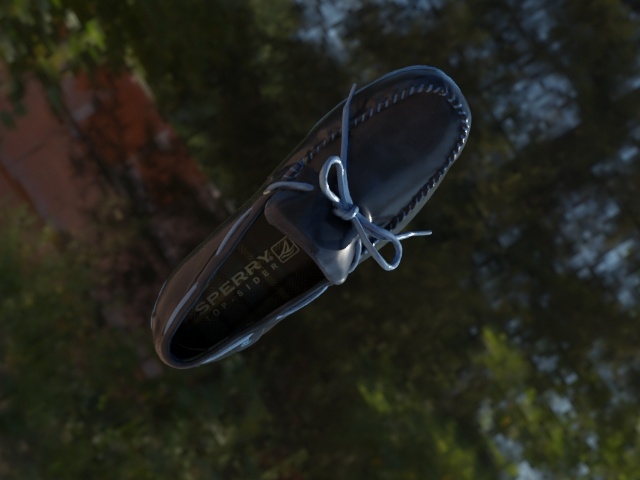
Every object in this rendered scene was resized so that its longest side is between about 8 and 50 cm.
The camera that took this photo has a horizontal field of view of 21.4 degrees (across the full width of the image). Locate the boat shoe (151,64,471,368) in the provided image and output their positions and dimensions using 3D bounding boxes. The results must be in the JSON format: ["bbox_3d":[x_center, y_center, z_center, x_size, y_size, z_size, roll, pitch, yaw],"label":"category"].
[{"bbox_3d":[0.000,0.000,1.079,0.109,0.258,0.089,39,14,-12],"label":"boat shoe"}]
